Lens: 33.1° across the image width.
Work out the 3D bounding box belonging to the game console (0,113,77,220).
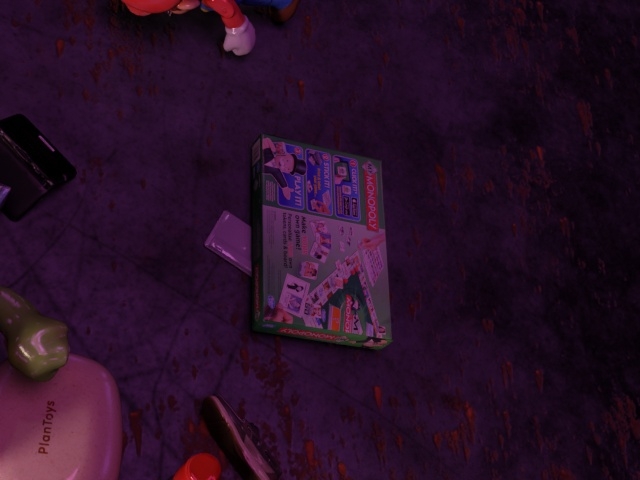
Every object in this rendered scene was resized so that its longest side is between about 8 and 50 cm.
[{"bbox_3d":[-0.424,-0.104,1.510,0.122,0.071,0.107,47,26,-2],"label":"game console"}]

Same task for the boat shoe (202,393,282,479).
[{"bbox_3d":[-0.107,0.273,1.477,0.049,0.056,0.152,-33,94,-39],"label":"boat shoe"}]

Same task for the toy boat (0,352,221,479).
[{"bbox_3d":[-0.282,0.284,1.341,0.318,0.148,0.267,15,56,-12],"label":"toy boat"}]

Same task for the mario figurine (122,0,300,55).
[{"bbox_3d":[-0.197,-0.405,1.724,0.321,0.170,0.198,-9,36,-41],"label":"mario figurine"}]

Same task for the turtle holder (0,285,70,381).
[{"bbox_3d":[-0.468,0.171,1.214,0.320,0.243,0.227,-4,45,-44],"label":"turtle holder"}]

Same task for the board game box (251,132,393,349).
[{"bbox_3d":[0.000,0.000,1.647,0.214,0.046,0.317,12,60,-24],"label":"board game box"}]

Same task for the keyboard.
[{"bbox_3d":[-0.054,0.050,1.629,0.256,0.014,0.072,34,52,-10],"label":"keyboard"}]

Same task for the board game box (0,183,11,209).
[{"bbox_3d":[-0.525,-0.008,1.382,0.194,0.060,0.194,20,62,-17],"label":"board game box"}]
